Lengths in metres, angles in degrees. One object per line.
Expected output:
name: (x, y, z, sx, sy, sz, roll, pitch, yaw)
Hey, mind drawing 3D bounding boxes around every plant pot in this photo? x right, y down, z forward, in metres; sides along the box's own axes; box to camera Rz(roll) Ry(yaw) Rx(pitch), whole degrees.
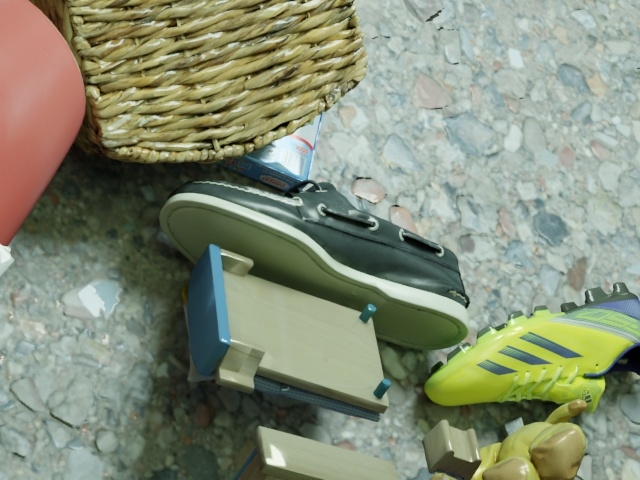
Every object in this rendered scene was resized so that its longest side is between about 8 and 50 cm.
plant pot: (-0.351, -0.092, 1.624, 0.275, 0.275, 0.243, 42, 46, -5)

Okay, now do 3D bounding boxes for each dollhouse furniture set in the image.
dollhouse furniture set: (-0.013, 0.190, 1.752, 0.286, 0.198, 0.303, 18, 36, -24)

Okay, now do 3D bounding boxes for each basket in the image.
basket: (-0.130, -0.190, 1.825, 0.299, 0.223, 0.213, -19, 104, -23)

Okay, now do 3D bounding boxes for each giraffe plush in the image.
giraffe plush: (0.220, 0.275, 1.821, 0.170, 0.181, 0.210, 62, 21, -3)

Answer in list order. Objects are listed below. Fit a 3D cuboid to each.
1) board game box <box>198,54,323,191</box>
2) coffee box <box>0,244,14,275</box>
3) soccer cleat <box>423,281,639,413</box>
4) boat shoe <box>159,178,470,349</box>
board game box: (-0.070, -0.170, 1.920, 0.160, 0.039, 0.211, 22, 61, -16)
coffee box: (-0.500, 0.071, 1.409, 0.337, 0.338, 0.334, 40, 56, -7)
soccer cleat: (0.238, 0.130, 1.913, 0.289, 0.093, 0.121, -16, 77, -32)
boat shoe: (0.002, -0.002, 1.832, 0.340, 0.127, 0.113, 20, 56, -17)
